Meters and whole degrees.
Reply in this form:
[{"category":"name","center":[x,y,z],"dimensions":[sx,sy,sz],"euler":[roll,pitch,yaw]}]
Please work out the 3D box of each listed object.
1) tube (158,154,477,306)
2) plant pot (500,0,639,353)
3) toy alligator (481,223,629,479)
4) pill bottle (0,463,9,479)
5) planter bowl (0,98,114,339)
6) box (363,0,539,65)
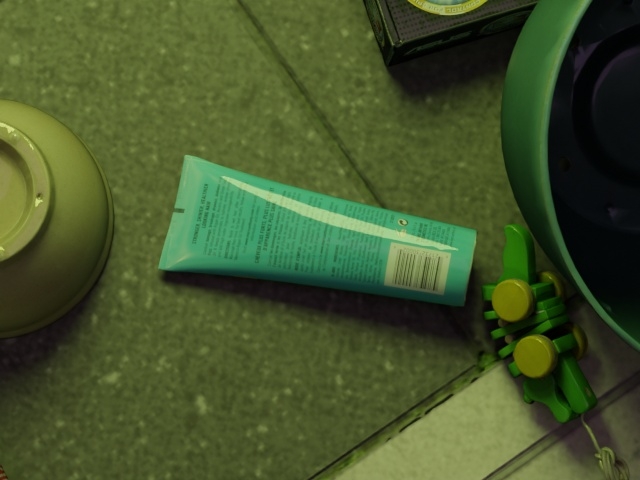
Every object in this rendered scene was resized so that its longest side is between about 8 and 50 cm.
[{"category":"tube","center":[0.000,0.000,1.144],"dimensions":[0.207,0.052,0.080],"euler":[11,76,4]},{"category":"plant pot","center":[0.242,-0.074,1.052],"dimensions":[0.293,0.235,0.293],"euler":[-2,100,-10]},{"category":"toy alligator","center":[0.148,0.083,1.138],"dimensions":[0.051,0.056,0.190],"euler":[-26,83,35]},{"category":"pill bottle","center":[-0.241,0.162,1.082],"dimensions":[0.086,0.086,0.152],"euler":[-28,84,-7]},{"category":"planter bowl","center":[-0.218,-0.021,1.101],"dimensions":[0.162,0.109,0.162],"euler":[0,81,-2]},{"category":"box","center":[0.140,-0.263,1.185],"dimensions":[0.270,0.060,0.216],"euler":[-17,82,-6]}]
